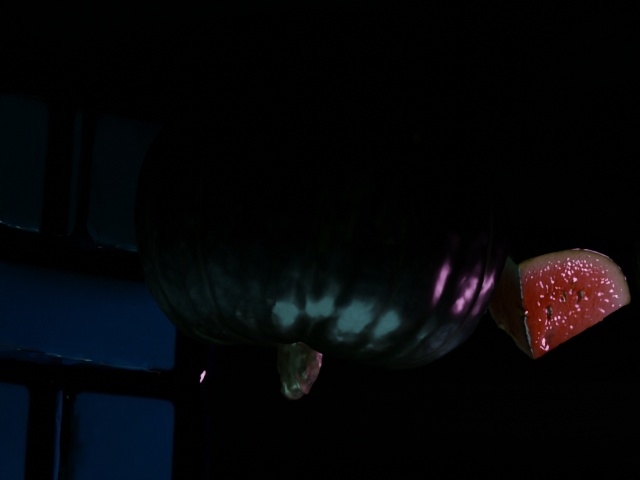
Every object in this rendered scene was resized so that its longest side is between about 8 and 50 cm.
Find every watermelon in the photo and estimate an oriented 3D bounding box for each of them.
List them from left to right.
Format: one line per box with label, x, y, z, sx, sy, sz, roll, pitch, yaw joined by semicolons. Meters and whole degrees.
watermelon;0.169;0.046;1.473;0.125;0.094;0.135;6;166;25

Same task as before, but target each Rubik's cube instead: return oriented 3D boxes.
Rubik's cube;-0.250;0.060;1.185;0.288;0.283;0.293;11;167;-31

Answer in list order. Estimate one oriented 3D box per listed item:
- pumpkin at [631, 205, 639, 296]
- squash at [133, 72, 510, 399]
pumpkin;0.307;0.024;1.176;0.219;0.162;0.219;2;164;1
squash;0.000;-0.006;1.064;0.218;0.172;0.218;13;153;7
